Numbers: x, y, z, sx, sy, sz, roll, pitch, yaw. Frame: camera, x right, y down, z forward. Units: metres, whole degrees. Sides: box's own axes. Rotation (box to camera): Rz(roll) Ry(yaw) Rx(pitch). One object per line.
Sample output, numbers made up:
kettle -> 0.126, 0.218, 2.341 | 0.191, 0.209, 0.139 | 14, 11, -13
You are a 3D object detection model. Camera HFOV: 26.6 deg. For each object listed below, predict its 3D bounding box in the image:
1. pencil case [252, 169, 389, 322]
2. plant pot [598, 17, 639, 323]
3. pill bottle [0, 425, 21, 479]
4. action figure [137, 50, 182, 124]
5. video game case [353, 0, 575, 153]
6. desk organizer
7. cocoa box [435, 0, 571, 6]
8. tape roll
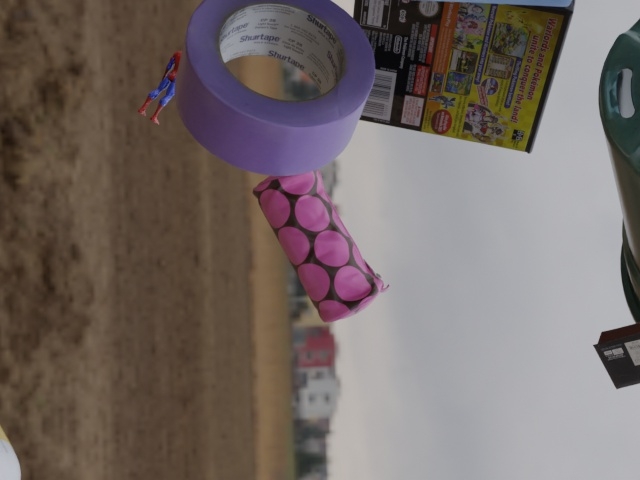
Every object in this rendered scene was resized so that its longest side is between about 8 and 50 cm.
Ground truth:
pencil case -> 0.000, 0.000, 1.743 | 0.209, 0.098, 0.095 | 61, -2, 2
plant pot -> 0.432, -0.067, 1.327 | 0.334, 0.341, 0.341 | 52, 29, -52
pill bottle -> -0.377, 0.174, 1.163 | 0.334, 0.188, 0.188 | 55, -15, 23
action figure -> -0.195, -0.209, 1.775 | 0.115, 0.038, 0.030 | -57, 158, 2
video game case -> 0.159, -0.219, 1.640 | 0.275, 0.248, 0.035 | 95, 8, -58
desk organizer -> 0.294, 0.074, 1.096 | 0.047, 0.130, 0.050 | 59, 33, -18
cocoa box -> 0.118, -0.401, 1.396 | 0.231, 0.347, 0.228 | 113, -27, -56
tape roll -> -0.046, -0.161, 1.336 | 0.080, 0.189, 0.189 | 111, -20, -53
